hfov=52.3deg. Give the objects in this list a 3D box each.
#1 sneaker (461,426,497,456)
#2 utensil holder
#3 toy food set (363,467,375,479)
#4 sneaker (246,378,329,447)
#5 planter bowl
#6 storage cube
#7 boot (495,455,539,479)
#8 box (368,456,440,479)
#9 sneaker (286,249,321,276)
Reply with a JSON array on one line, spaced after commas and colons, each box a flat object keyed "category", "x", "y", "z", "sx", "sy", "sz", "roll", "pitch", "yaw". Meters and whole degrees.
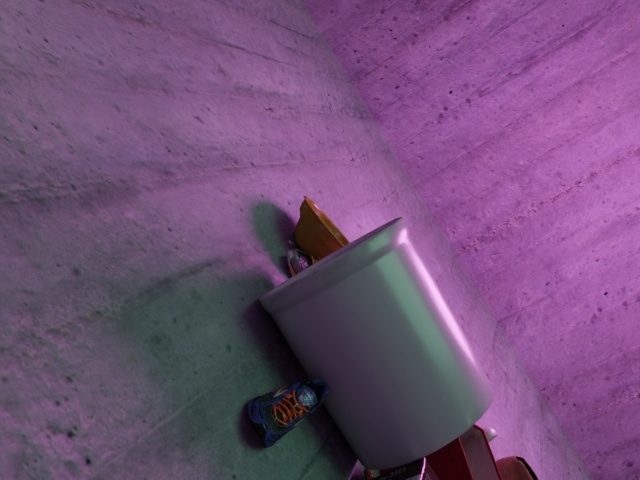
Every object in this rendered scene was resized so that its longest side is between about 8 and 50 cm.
[{"category": "sneaker", "x": 0.308, "y": 0.465, "z": 1.517, "sx": 0.080, "sy": 0.212, "sz": 0.094, "roll": -7, "pitch": 64, "yaw": -51}, {"category": "utensil holder", "x": 0.112, "y": 0.199, "z": 1.286, "sx": 0.385, "sy": 0.327, "sz": 0.327, "roll": 61, "pitch": 20, "yaw": -1}, {"category": "toy food set", "x": 0.104, "y": 0.473, "z": 1.247, "sx": 0.083, "sy": 0.020, "sz": 0.083, "roll": 149, "pitch": -78, "yaw": -83}, {"category": "sneaker", "x": -0.053, "y": 0.278, "z": 1.108, "sx": 0.083, "sy": 0.087, "sz": 0.221, "roll": 59, "pitch": 20, "yaw": 4}, {"category": "planter bowl", "x": 0.000, "y": 0.000, "z": 1.601, "sx": 0.217, "sy": 0.090, "sz": 0.217, "roll": 48, "pitch": 6, "yaw": -7}, {"category": "storage cube", "x": 0.254, "y": 0.496, "z": 1.358, "sx": 0.183, "sy": 0.193, "sz": 0.215, "roll": 38, "pitch": 29, "yaw": -44}, {"category": "boot", "x": 0.608, "y": 0.777, "z": 1.898, "sx": 0.305, "sy": 0.115, "sz": 0.112, "roll": 63, "pitch": 19, "yaw": 9}, {"category": "box", "x": 0.138, "y": 0.512, "z": 1.097, "sx": 0.167, "sy": 0.168, "sz": 0.203, "roll": 56, "pitch": 19, "yaw": -3}, {"category": "sneaker", "x": 0.000, "y": 0.077, "z": 1.533, "sx": 0.215, "sy": 0.083, "sz": 0.084, "roll": 39, "pitch": 29, "yaw": -40}]
